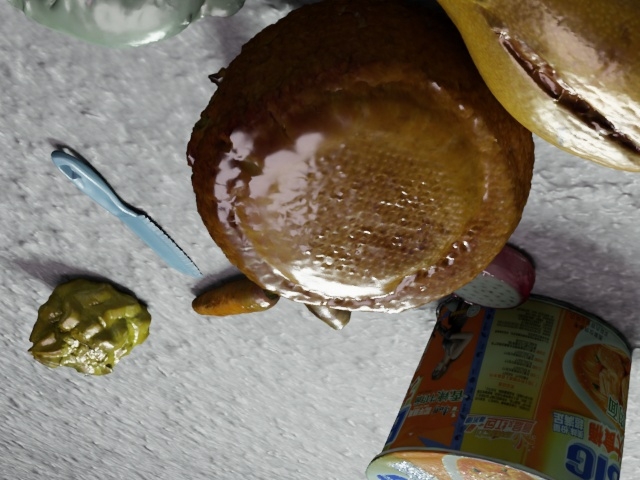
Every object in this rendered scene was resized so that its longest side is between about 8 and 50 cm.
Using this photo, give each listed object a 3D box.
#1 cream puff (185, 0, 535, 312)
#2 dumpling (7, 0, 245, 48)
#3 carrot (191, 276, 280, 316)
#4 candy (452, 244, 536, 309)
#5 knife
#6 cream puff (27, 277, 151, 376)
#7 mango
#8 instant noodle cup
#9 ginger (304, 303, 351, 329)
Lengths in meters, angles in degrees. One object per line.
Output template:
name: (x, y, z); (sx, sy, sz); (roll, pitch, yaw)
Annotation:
cream puff: (0.035, -0.080, 1.573); (0.303, 0.212, 0.303); (-5, 129, -6)
dumpling: (-0.163, -0.237, 1.527); (0.219, 0.153, 0.108); (0, -161, 3)
carrot: (-0.108, 0.072, 2.234); (0.047, 0.047, 0.191); (29, 156, -25)
candy: (0.176, 0.036, 1.956); (0.103, 0.043, 0.103); (14, 157, 6)
knife: (-0.217, -0.026, 2.125); (0.044, 0.019, 0.313); (1, 154, 28)
cream puff: (-0.299, 0.119, 2.380); (0.146, 0.116, 0.146); (17, 155, 8)
mango: (0.199, -0.149, 1.426); (0.295, 0.120, 0.177); (30, 152, -27)
instant noodle cup: (0.215, 0.200, 2.079); (0.296, 0.214, 0.296); (14, 157, 6)
ginger: (0.001, 0.000, 1.960); (0.166, 0.080, 0.333); (34, 162, -2)
